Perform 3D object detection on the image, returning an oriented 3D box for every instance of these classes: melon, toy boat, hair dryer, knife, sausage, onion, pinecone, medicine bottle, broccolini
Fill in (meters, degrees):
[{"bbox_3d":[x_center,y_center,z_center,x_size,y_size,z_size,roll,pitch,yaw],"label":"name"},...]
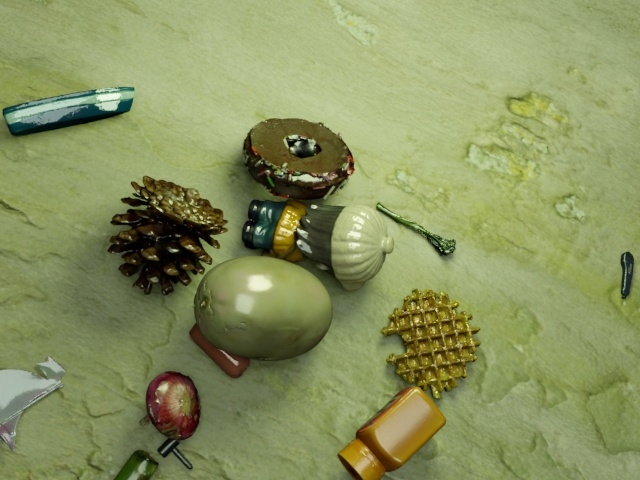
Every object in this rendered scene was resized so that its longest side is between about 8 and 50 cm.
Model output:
[{"bbox_3d":[-0.124,0.146,1.794,0.317,0.223,0.223,8,73,-35],"label":"melon"},{"bbox_3d":[-0.704,0.344,1.738,0.219,0.072,0.318,35,69,-3],"label":"toy boat"},{"bbox_3d":[-0.307,0.464,1.799,0.083,0.026,0.047,46,75,-4],"label":"hair dryer"},{"bbox_3d":[0.764,0.087,2.086,0.031,0.018,0.121,14,74,-13],"label":"knife"},{"bbox_3d":[-0.222,0.238,1.850,0.154,0.062,0.062,45,73,4],"label":"sausage"},{"bbox_3d":[-0.336,0.358,1.781,0.140,0.150,0.150,-19,77,25],"label":"onion"},{"bbox_3d":[-0.341,-0.007,1.803,0.264,0.264,0.264,2,75,-9],"label":"pinecone"},{"bbox_3d":[0.151,0.429,1.819,0.222,0.149,0.112,-39,84,-16],"label":"medicine bottle"},{"bbox_3d":[0.232,-0.035,2.013,0.218,0.042,0.044,35,72,2],"label":"broccolini"},{"bbox_3d":[-0.569,-0.300,1.915,0.299,0.096,0.061,-15,89,-16],"label":"toy boat"}]

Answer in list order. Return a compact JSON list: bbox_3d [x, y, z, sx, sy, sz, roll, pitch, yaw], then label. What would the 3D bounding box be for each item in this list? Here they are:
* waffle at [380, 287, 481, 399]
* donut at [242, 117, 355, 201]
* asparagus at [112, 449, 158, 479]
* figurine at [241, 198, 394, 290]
[{"bbox_3d":[0.257,0.232,1.942,0.229,0.051,0.231,38,72,1],"label":"waffle"},{"bbox_3d":[-0.051,-0.186,1.920,0.270,0.103,0.269,8,39,-7],"label":"donut"},{"bbox_3d":[-0.439,0.561,1.729,0.067,0.060,0.277,36,73,-10],"label":"asparagus"},{"bbox_3d":[-0.007,-0.009,1.878,0.332,0.204,0.185,16,76,-5],"label":"figurine"}]
